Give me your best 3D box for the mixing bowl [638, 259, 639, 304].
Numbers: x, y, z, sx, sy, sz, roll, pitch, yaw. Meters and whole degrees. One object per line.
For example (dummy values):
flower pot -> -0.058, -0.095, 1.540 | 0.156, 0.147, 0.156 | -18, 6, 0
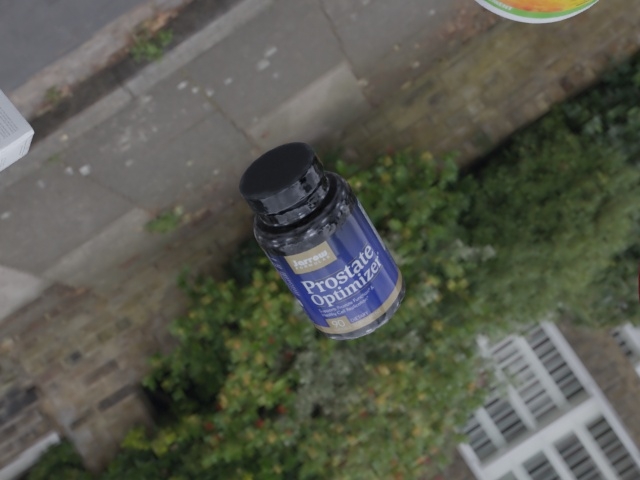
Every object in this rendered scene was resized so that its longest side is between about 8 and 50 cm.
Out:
mixing bowl -> 0.384, 0.019, 1.094 | 0.098, 0.181, 0.181 | 12, 159, -9

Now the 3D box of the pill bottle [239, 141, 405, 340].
pill bottle -> 0.000, 0.000, 1.317 | 0.123, 0.219, 0.122 | -22, -145, 16

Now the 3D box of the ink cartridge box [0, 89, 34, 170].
ink cartridge box -> -0.309, -0.077, 0.903 | 0.135, 0.099, 0.056 | -39, 179, -26

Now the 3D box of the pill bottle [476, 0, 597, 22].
pill bottle -> 0.162, -0.244, 0.731 | 0.136, 0.136, 0.245 | -32, 172, -10
